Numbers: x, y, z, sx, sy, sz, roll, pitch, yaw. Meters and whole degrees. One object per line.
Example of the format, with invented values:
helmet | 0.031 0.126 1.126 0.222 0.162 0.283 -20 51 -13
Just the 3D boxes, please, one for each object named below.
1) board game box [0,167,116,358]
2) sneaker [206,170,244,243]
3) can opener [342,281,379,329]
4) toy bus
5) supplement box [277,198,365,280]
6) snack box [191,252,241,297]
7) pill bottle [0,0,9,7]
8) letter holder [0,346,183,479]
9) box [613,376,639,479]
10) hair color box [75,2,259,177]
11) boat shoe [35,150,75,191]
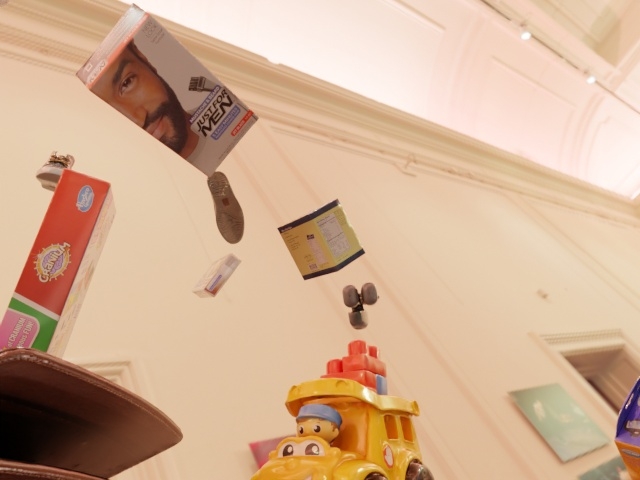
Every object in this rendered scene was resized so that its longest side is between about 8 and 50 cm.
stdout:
board game box | -0.396 0.072 0.783 0.064 0.242 0.316 20 -103 -16
sneaker | -0.269 -0.089 1.542 0.083 0.221 0.118 -16 -10 -2
can opener | 0.093 0.146 1.120 0.076 0.095 0.283 -8 -9 5
toy bus | 0.026 0.210 0.555 0.150 0.211 0.220 -14 -25 29
supplement box | 0.000 0.000 0.703 0.056 0.083 0.083 -31 6 -37
snack box | -0.162 0.057 0.793 0.022 0.178 0.064 38 -107 -11
pill bottle | -0.654 -0.466 0.896 0.119 0.119 0.208 -55 -4 23
letter holder | -0.248 0.246 0.465 0.215 0.152 0.301 -28 -35 -5
box | 0.314 0.192 0.481 0.081 0.028 0.136 -43 -65 -28
hair color box | -0.154 -0.151 0.550 0.093 0.053 0.167 -50 -41 3
boat shoe | -0.570 -0.159 1.124 0.065 0.183 0.083 16 -102 -27
